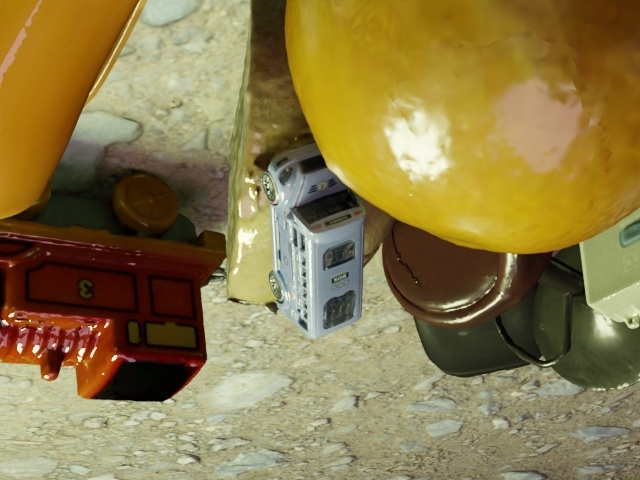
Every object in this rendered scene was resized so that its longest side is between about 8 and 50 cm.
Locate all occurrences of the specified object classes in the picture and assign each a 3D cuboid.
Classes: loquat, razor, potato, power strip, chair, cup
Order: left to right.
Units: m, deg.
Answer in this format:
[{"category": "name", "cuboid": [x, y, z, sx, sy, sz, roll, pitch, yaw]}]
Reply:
[{"category": "cup", "cuboid": [-0.235, -0.154, 0.701, 0.264, 0.182, 0.226, -43, 171, 33]}, {"category": "potato", "cuboid": [0.014, -0.079, 0.842, 0.189, 0.211, 0.264, 4, 147, -9]}, {"category": "razor", "cuboid": [0.240, 0.109, 1.337, 0.204, 0.114, 0.349, -15, 150, 11]}, {"category": "loquat", "cuboid": [0.130, -0.145, 0.654, 0.328, 0.329, 0.328, -8, 150, -5]}, {"category": "chair", "cuboid": [0.233, 0.019, 0.996, 0.226, 0.227, 0.401, -32, 141, 32]}, {"category": "power strip", "cuboid": [0.265, -0.089, 0.765, 0.043, 0.367, 0.106, 27, 139, -26]}]

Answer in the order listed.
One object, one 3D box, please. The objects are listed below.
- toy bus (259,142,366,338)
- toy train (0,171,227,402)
[{"category": "toy bus", "cuboid": [0.000, 0.000, 0.768, 0.073, 0.076, 0.167, -21, 133, -22]}, {"category": "toy train", "cuboid": [-0.256, 0.049, 0.951, 0.369, 0.232, 0.163, 9, 142, -33]}]
